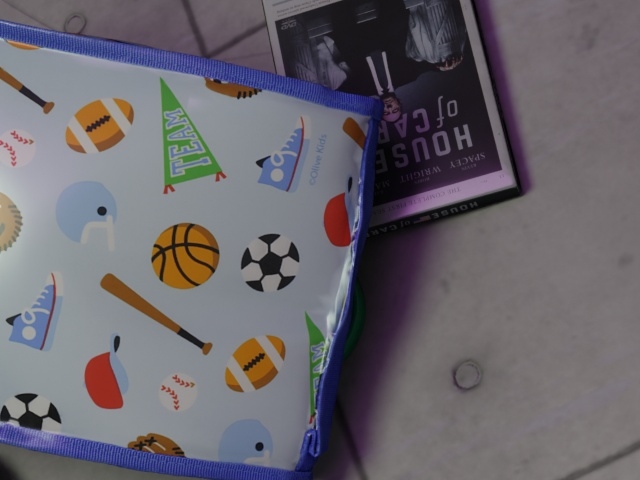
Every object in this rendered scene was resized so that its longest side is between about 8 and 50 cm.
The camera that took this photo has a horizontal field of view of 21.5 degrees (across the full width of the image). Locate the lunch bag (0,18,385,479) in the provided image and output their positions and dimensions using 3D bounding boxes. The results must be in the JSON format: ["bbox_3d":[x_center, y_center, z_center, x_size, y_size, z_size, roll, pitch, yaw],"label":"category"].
[{"bbox_3d":[-0.160,0.009,1.331,0.385,0.239,0.328,10,91,5],"label":"lunch bag"}]

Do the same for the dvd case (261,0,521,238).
[{"bbox_3d":[0.055,-0.125,1.412,0.179,0.029,0.239,-16,67,11],"label":"dvd case"}]

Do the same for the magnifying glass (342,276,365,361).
[{"bbox_3d":[0.000,0.000,1.418,0.092,0.026,0.231,-1,74,25],"label":"magnifying glass"}]
